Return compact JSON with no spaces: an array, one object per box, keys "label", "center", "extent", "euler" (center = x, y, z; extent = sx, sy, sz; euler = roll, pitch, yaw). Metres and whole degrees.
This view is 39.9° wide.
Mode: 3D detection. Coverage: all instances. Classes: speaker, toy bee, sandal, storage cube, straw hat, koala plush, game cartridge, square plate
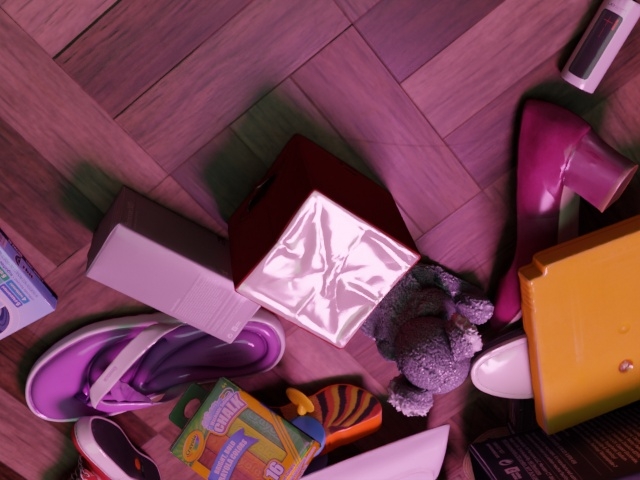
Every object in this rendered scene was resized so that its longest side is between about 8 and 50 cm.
[{"label":"speaker","center":[0.392,-0.277,1.227],"extent":[0.055,0.055,0.136],"euler":[20,114,-19]},{"label":"toy bee","center":[-0.056,0.303,1.424],"extent":[0.298,0.162,0.195],"euler":[-15,138,-36]},{"label":"sandal","center":[-0.258,0.195,1.349],"extent":[0.416,0.102,0.170],"euler":[-17,119,0]},{"label":"storage cube","center":[0.000,0.000,1.234],"extent":[0.215,0.193,0.184],"euler":[32,109,-22]},{"label":"straw hat","center":[0.329,0.411,1.585],"extent":[0.144,0.061,0.145],"euler":[-4,118,-8]},{"label":"koala plush","center":[0.155,0.152,1.324],"extent":[0.203,0.221,0.196],"euler":[34,108,-24]},{"label":"game cartridge","center":[0.443,0.118,1.325],"extent":[0.285,0.053,0.324],"euler":[-19,121,-8]},{"label":"square plate","center":[0.056,0.477,1.487],"extent":[0.343,0.049,0.347],"euler":[-16,136,-21]}]

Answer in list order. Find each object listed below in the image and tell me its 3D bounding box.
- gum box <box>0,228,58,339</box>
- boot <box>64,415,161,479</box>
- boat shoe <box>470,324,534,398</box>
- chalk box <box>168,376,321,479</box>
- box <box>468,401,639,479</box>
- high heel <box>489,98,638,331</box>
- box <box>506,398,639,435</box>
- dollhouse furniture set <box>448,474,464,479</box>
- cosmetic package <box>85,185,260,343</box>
[{"label":"gum box","center":[-0.507,0.078,1.280],"extent":[0.184,0.041,0.157],"euler":[-27,119,7]},{"label":"boot","center":[-0.381,0.374,1.410],"extent":[0.176,0.088,0.244],"euler":[-19,140,4]},{"label":"boat shoe","center":[0.378,0.164,1.418],"extent":[0.319,0.099,0.116],"euler":[-15,116,-10]},{"label":"chalk box","center":[-0.124,0.288,1.283],"extent":[0.213,0.132,0.132],"euler":[31,79,13]},{"label":"box","center":[0.536,0.529,1.398],"extent":[0.471,0.297,0.480],"euler":[-14,96,-3]},{"label":"high heel","center":[0.315,-0.030,1.352],"extent":[0.181,0.127,0.377],"euler":[41,126,20]},{"label":"box","center":[0.442,0.251,1.519],"extent":[0.230,0.056,0.183],"euler":[-7,118,-5]},{"label":"dollhouse furniture set","center":[0.197,0.615,1.404],"extent":[0.303,0.356,0.174],"euler":[-26,139,-11]},{"label":"cosmetic package","center":[-0.205,0.036,1.259],"extent":[0.238,0.127,0.107],"euler":[31,110,-25]}]
